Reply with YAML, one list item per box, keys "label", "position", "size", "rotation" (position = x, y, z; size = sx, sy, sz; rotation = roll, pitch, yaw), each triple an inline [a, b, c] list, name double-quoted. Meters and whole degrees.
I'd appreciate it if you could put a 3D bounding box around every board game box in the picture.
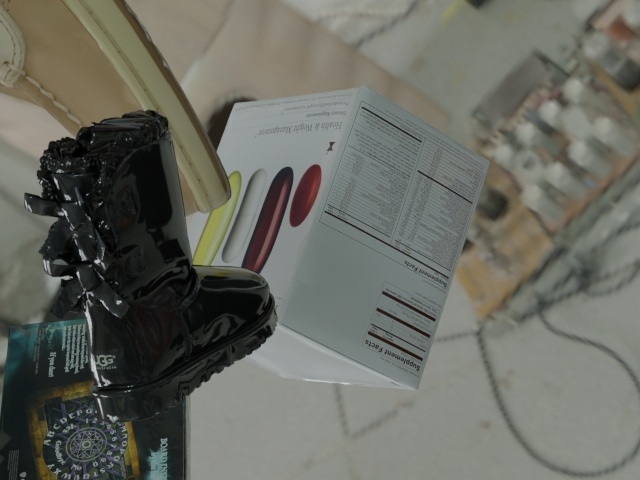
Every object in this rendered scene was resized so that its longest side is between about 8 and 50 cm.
- label: "board game box"
  position: [-0.147, 0.121, 1.091]
  size: [0.126, 0.026, 0.186]
  rotation: [-6, 41, 1]

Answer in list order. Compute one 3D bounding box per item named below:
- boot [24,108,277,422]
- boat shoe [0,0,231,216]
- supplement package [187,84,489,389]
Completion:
- label: "boot"
  position: [-0.058, 0.001, 0.611]
  size: [0.045, 0.121, 0.099]
  rotation: [-4, 106, 26]
- label: "boat shoe"
  position: [-0.174, -0.126, 0.773]
  size: [0.110, 0.341, 0.121]
  rotation: [-40, 20, 1]
- label: "supplement package"
  position: [0.000, 0.000, 1.380]
  size: [0.194, 0.149, 0.203]
  rotation: [-2, 65, 54]
